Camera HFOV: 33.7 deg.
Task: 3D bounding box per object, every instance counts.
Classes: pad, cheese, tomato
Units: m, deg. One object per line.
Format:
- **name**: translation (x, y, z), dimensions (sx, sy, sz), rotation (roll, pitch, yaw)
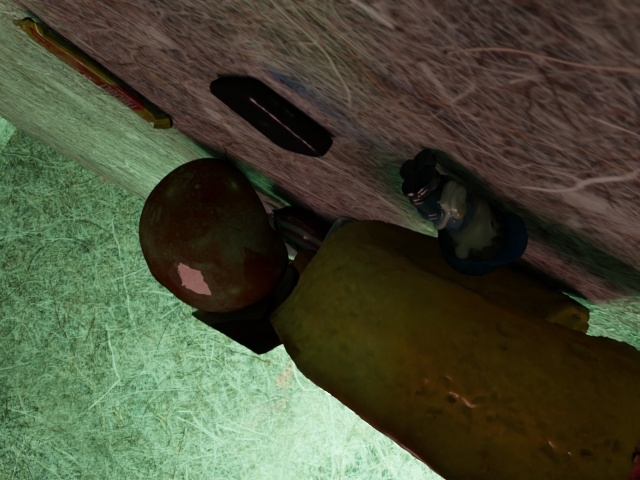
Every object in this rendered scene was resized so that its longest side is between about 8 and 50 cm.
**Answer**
- **pad**: translation (-0.037, 0.094, 1.861), dimensions (0.220, 0.330, 0.004), rotation (22, 130, 47)
- **cheese**: translation (0.000, 0.000, 1.828), dimensions (0.244, 0.062, 0.155), rotation (24, 169, 43)
- **tomato**: translation (-0.192, 0.001, 1.808), dimensions (0.270, 0.223, 0.270), rotation (60, 176, 7)

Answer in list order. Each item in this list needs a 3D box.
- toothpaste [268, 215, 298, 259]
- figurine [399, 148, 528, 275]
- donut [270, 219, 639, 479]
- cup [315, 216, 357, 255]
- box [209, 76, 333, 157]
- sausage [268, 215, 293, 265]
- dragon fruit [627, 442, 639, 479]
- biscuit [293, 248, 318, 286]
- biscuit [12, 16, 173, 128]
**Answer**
- **toothpaste**: translation (-0.002, 0.026, 2.063), dimensions (0.299, 0.073, 0.114), rotation (26, 176, -25)
- **figurine**: translation (0.132, -0.021, 1.015), dimensions (0.149, 0.087, 0.086), rotation (36, -151, -35)
- **donut**: translation (0.145, 0.104, 1.130), dimensions (0.378, 0.163, 0.435), rotation (22, -168, -9)
- **cup**: translation (0.060, 0.032, 1.656), dimensions (0.129, 0.095, 0.128), rotation (32, 174, -23)
- **box**: translation (-0.057, -0.141, 1.175), dimensions (0.125, 0.027, 0.126), rotation (37, 173, -28)
- **sausage**: translation (-0.085, 0.037, 2.220), dimensions (0.258, 0.133, 0.133), rotation (31, 174, -6)
- **dragon fruit**: translation (0.401, 0.255, 1.252), dimensions (0.241, 0.241, 0.252), rotation (24, 158, 48)
- **biscuit**: translation (0.042, 0.098, 1.671), dimensions (0.186, 0.044, 0.295), rotation (26, -163, -16)
- **biscuit**: translation (-0.335, -0.250, 1.588), dimensions (0.048, 0.026, 0.292), rotation (-3, 151, 43)
